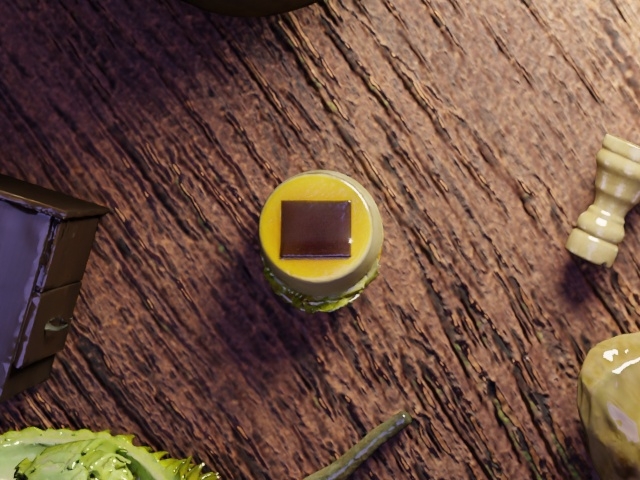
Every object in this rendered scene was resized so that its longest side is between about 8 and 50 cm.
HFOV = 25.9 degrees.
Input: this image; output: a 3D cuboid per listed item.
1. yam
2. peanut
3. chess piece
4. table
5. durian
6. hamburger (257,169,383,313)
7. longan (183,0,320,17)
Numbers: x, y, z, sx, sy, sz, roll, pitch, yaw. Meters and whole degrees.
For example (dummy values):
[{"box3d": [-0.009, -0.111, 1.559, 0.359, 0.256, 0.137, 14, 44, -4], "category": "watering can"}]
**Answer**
[{"box3d": [-0.003, 0.245, 1.409, 0.234, 0.029, 0.027, -36, 78, 6], "category": "yam"}, {"box3d": [0.355, 0.150, 1.330, 0.233, 0.110, 0.196, -34, 94, 6], "category": "peanut"}, {"box3d": [0.285, -0.036, 1.353, 0.066, 0.066, 0.122, 22, 99, 4], "category": "chess piece"}, {"box3d": [-0.325, 0.038, 1.359, 0.173, 0.169, 0.193, 18, 94, 4], "category": "table"}, {"box3d": [-0.237, 0.271, 1.362, 0.356, 0.169, 0.157, 4, 91, 7], "category": "durian"}, {"box3d": [0.000, 0.000, 1.372, 0.127, 0.081, 0.141, -17, 79, 4], "category": "hamburger"}, {"box3d": [-0.066, -0.352, 1.259, 0.319, 0.319, 0.318, 0, 93, 5], "category": "longan"}]
